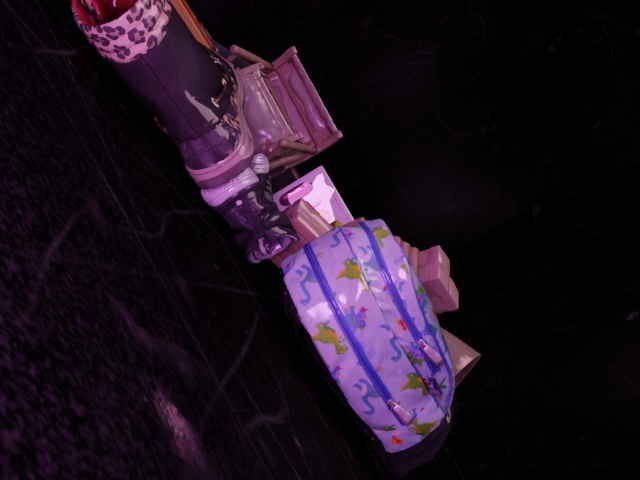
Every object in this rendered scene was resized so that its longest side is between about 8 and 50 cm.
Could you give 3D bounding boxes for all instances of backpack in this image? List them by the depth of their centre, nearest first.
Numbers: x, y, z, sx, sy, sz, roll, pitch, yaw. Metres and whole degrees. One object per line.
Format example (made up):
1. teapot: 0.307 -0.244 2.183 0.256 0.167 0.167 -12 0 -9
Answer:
1. backpack: 0.074 0.140 1.153 0.355 0.273 0.290 44 16 -26

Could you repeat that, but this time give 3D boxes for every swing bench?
1. swing bench: -0.120 -0.301 1.717 0.255 0.165 0.253 -19 80 -55

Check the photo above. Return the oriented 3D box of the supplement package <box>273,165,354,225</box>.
1. supplement package: 0.010 0.011 1.443 0.262 0.145 0.204 59 1 2

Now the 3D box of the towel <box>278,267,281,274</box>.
1. towel: -0.072 0.042 1.469 0.148 0.027 0.110 60 3 31

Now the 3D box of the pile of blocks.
1. pile of blocks: 0.072 0.030 1.301 0.362 0.149 0.112 23 42 -9

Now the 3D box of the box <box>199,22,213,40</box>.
1. box: -0.272 -0.445 2.331 0.395 0.097 0.318 60 2 15

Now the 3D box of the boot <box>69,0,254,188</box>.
1. boot: -0.231 -0.276 1.082 0.284 0.138 0.377 56 10 -42

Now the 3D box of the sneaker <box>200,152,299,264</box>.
1. sneaker: -0.105 -0.048 1.190 0.153 0.101 0.268 59 9 -8

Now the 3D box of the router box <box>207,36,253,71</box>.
1. router box: -0.224 -0.433 2.029 0.309 0.081 0.243 34 -3 14

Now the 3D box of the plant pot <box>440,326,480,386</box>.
1. plant pot: 0.179 0.262 1.703 0.274 0.256 0.256 43 -2 19

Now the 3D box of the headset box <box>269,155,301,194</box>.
1. headset box: -0.118 -0.168 1.954 0.218 0.110 0.293 55 5 -48

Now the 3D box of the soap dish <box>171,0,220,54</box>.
1. soap dish: -0.288 -0.400 1.433 0.291 0.118 0.229 58 3 -38
